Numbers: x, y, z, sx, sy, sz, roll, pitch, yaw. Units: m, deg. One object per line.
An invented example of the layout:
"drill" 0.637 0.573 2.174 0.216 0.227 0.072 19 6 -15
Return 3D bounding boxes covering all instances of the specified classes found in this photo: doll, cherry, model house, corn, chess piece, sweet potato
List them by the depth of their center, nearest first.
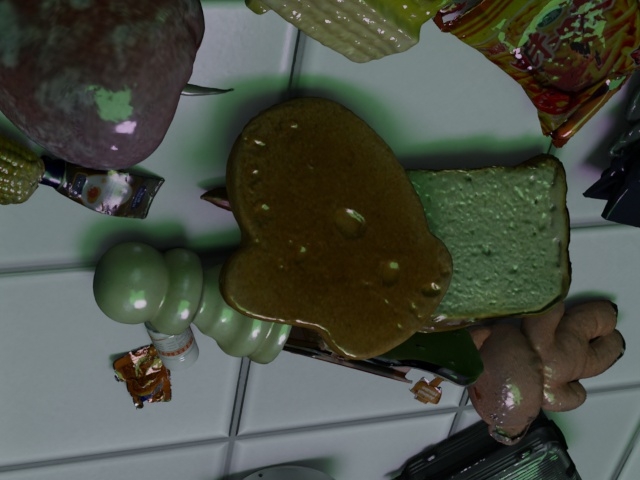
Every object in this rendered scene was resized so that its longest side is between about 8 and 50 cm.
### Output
"cherry" -0.224 -0.191 1.232 0.285 0.236 0.213 17 138 -21
"model house" 0.040 -0.312 1.293 0.234 0.175 0.193 -38 136 28
"corn" -0.448 -0.115 1.312 0.320 0.097 0.097 23 119 -38
"sweet potato" -0.110 -0.052 1.550 0.095 0.034 0.034 9 127 -30
"chess piece" -0.173 0.072 1.574 0.251 0.144 0.144 13 125 -26
"model house" 0.059 0.144 1.684 0.294 0.207 0.154 18 126 -34
"doll" 0.344 0.186 1.914 0.303 0.156 0.201 -20 97 -30

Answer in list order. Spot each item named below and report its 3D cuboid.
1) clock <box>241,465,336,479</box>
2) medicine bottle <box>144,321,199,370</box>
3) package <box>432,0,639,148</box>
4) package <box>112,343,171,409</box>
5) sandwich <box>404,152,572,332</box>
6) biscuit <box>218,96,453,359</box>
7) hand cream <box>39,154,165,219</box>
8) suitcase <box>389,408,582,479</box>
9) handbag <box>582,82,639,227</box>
"clock" -0.048 0.468 1.921 0.230 0.230 0.083 -7 133 -16
"medicine bottle" -0.205 0.133 1.667 0.057 0.057 0.089 -19 136 -5
"package" 0.297 -0.257 1.481 0.223 0.108 0.288 -34 128 18
"package" -0.251 0.200 1.727 0.077 0.033 0.111 -9 130 -2
"sandwich" 0.215 0.002 1.634 0.251 0.226 0.087 -7 177 -15
"biscuit" -0.001 0.000 1.490 0.287 0.057 0.344 -40 104 -18
"hand cream" -0.269 -0.066 1.469 0.163 0.039 0.062 15 108 -36
"suitcase" 0.291 0.423 2.095 0.312 0.128 0.202 -30 136 5
"handbag" 0.520 -0.158 1.656 0.269 0.118 0.326 9 127 -38
